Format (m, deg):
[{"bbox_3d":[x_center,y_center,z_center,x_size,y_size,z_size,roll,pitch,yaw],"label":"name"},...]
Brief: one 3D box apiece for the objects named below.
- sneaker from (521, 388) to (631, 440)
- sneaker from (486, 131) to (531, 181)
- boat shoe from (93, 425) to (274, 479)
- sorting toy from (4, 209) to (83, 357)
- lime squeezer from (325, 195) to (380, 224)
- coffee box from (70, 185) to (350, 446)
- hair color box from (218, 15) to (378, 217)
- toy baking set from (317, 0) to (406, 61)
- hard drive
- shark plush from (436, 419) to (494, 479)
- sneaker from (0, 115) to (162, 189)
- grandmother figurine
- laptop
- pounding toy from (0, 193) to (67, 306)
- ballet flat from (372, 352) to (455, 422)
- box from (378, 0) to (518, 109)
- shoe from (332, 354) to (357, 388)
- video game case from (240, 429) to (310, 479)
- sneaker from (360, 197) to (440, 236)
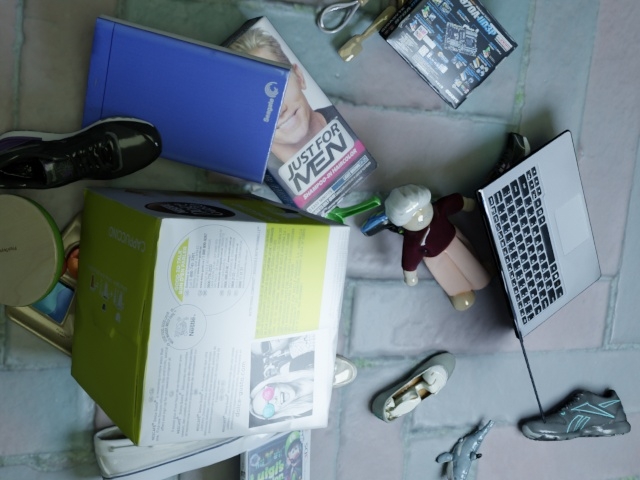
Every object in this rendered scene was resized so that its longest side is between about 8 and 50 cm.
[{"bbox_3d":[0.569,0.397,1.905,0.267,0.101,0.106,-1,78,-20],"label":"sneaker"},{"bbox_3d":[0.382,-0.136,1.739,0.077,0.072,0.178,5,92,-11],"label":"sneaker"},{"bbox_3d":[-0.240,0.323,1.556,0.367,0.136,0.157,-18,103,-7],"label":"boat shoe"},{"bbox_3d":[-0.368,0.122,1.509,0.307,0.041,0.229,38,85,-22],"label":"sorting toy"},{"bbox_3d":[0.000,0.000,1.603,0.059,0.110,0.310,27,120,-39],"label":"lime squeezer"},{"bbox_3d":[-0.193,0.103,1.385,0.334,0.337,0.338,2,99,-33],"label":"coffee box"},{"bbox_3d":[-0.070,-0.212,1.530,0.174,0.105,0.347,-44,111,-9],"label":"hair color box"},{"bbox_3d":[0.077,-0.474,1.584,0.196,0.030,0.256,-14,104,-15],"label":"toy baking set"},{"bbox_3d":[-0.227,-0.232,1.411,0.318,0.040,0.210,14,118,-4],"label":"hard drive"},{"bbox_3d":[0.329,0.463,1.823,0.161,0.067,0.073,-42,111,-9],"label":"shark plush"},{"bbox_3d":[-0.399,-0.124,1.371,0.283,0.124,0.107,-9,116,-3],"label":"sneaker"},{"bbox_3d":[0.230,-0.003,1.628,0.342,0.104,0.208,42,74,-45],"label":"grandmother figurine"},{"bbox_3d":[0.462,0.059,1.659,0.408,0.236,0.382,-33,121,-19],"label":"laptop"},{"bbox_3d":[-0.500,0.002,1.399,0.236,0.110,0.183,20,104,17],"label":"pounding toy"},{"bbox_3d":[0.206,0.310,1.749,0.213,0.068,0.072,-31,109,-14],"label":"ballet flat"},{"bbox_3d":[0.245,-0.384,1.611,0.220,0.051,0.175,38,102,-30],"label":"box"},{"bbox_3d":[-0.024,0.260,1.656,0.219,0.058,0.077,7,97,-22],"label":"shoe"},{"bbox_3d":[-0.085,0.454,1.638,0.190,0.022,0.173,-11,105,-51],"label":"video game case"},{"bbox_3d":[0.171,-0.034,1.674,0.188,0.067,0.078,-12,97,-22],"label":"sneaker"}]
